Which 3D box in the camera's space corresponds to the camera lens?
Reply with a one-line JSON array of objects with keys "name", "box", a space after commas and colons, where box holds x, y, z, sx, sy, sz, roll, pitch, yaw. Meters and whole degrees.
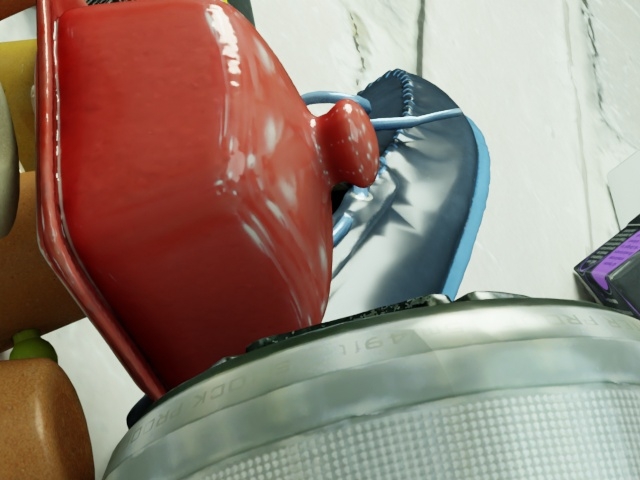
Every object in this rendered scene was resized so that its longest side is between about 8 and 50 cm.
[{"name": "camera lens", "box": [0.048, 0.169, 0.675, 0.219, 0.219, 0.274, 15, 56, -51]}]

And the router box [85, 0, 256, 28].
[{"name": "router box", "box": [-0.102, -0.170, 1.085, 0.133, 0.046, 0.179, 31, 33, -37]}]

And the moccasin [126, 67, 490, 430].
[{"name": "moccasin", "box": [0.000, 0.000, 0.939, 0.117, 0.138, 0.342, 38, 29, -13]}]

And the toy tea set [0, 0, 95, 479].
[{"name": "toy tea set", "box": [-0.163, -0.024, 0.775, 0.336, 0.124, 0.200, -93, 167, -54]}]

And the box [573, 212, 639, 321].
[{"name": "box", "box": [0.306, 0.081, 1.261, 0.270, 0.143, 0.165, 52, 0, -1]}]

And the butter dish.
[{"name": "butter dish", "box": [-0.035, -0.023, 0.761, 0.160, 0.118, 0.160, 61, 17, -48]}]

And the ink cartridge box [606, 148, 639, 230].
[{"name": "ink cartridge box", "box": [0.318, -0.002, 1.456, 0.176, 0.127, 0.128, 34, 32, -33]}]
